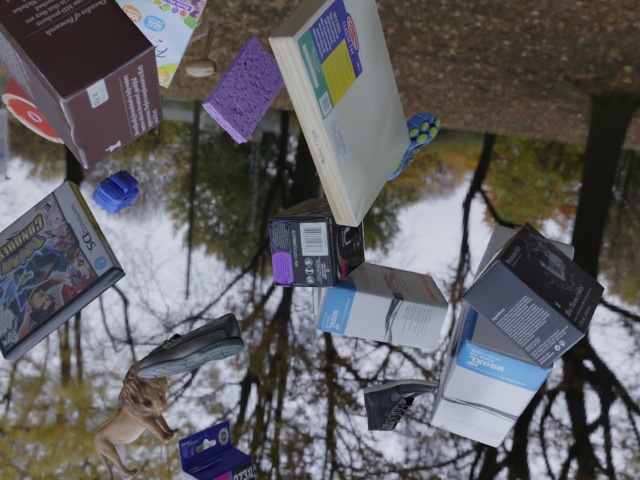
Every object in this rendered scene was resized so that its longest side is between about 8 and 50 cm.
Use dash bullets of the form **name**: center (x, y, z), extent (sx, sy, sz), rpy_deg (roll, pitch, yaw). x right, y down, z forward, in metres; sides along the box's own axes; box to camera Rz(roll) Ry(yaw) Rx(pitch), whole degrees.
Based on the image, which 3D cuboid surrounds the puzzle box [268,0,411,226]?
- **puzzle box**: center (0.053, -0.265, 1.424), extent (0.052, 0.409, 0.272), rpy_deg (8, -134, 32)

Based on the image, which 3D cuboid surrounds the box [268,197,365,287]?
- **box**: center (0.000, 0.000, 1.798), extent (0.143, 0.165, 0.270), rpy_deg (0, -168, 19)

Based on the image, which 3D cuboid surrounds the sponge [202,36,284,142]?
- **sponge**: center (-0.154, -0.318, 1.625), extent (0.031, 0.117, 0.210), rpy_deg (-8, -135, 48)

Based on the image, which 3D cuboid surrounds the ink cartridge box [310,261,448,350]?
- **ink cartridge box**: center (0.142, 0.153, 1.963), extent (0.307, 0.129, 0.223), rpy_deg (11, -162, -9)

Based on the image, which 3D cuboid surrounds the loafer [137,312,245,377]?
- **loafer**: center (-0.282, 0.230, 1.673), extent (0.268, 0.084, 0.096), rpy_deg (-19, 157, 21)

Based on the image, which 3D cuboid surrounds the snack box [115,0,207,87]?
- **snack box**: center (-0.270, -0.346, 1.143), extent (0.174, 0.207, 0.070), rpy_deg (21, -129, -16)

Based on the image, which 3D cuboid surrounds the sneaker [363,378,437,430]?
- **sneaker**: center (0.211, 0.427, 1.991), extent (0.222, 0.118, 0.083), rpy_deg (-21, 152, 39)

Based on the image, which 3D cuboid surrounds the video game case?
- **video game case**: center (-0.536, 0.053, 1.484), extent (0.248, 0.275, 0.035), rpy_deg (54, -177, 27)

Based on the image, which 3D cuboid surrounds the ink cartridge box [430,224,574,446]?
- **ink cartridge box**: center (0.361, 0.206, 1.578), extent (0.166, 0.395, 0.285), rpy_deg (17, -125, 8)

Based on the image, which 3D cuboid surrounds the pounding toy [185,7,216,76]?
- **pounding toy**: center (-0.310, -0.461, 1.604), extent (0.154, 0.269, 0.155), rpy_deg (-10, 176, 2)

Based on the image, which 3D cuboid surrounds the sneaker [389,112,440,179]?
- **sneaker**: center (0.185, -0.205, 1.681), extent (0.067, 0.188, 0.078), rpy_deg (41, 173, -1)

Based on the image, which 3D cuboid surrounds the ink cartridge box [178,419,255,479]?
- **ink cartridge box**: center (-0.202, 0.580, 1.618), extent (0.069, 0.370, 0.176), rpy_deg (-10, 178, 30)

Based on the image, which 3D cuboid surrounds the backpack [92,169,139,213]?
- **backpack**: center (-0.584, -0.142, 2.192), extent (0.098, 0.101, 0.120), rpy_deg (37, -149, 2)

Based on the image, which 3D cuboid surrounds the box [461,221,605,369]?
- **box**: center (0.316, 0.078, 1.139), extent (0.158, 0.093, 0.156), rpy_deg (41, -144, 8)

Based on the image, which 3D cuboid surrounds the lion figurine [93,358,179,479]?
- **lion figurine**: center (-0.573, 0.552, 2.294), extent (0.240, 0.392, 0.142), rpy_deg (45, -174, 4)

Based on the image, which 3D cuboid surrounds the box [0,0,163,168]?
- **box**: center (-0.370, -0.300, 0.993), extent (0.143, 0.381, 0.191), rpy_deg (-35, 170, -18)

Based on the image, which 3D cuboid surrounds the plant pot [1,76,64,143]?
- **plant pot**: center (-0.671, -0.405, 2.003), extent (0.275, 0.243, 0.275), rpy_deg (26, 159, 11)
